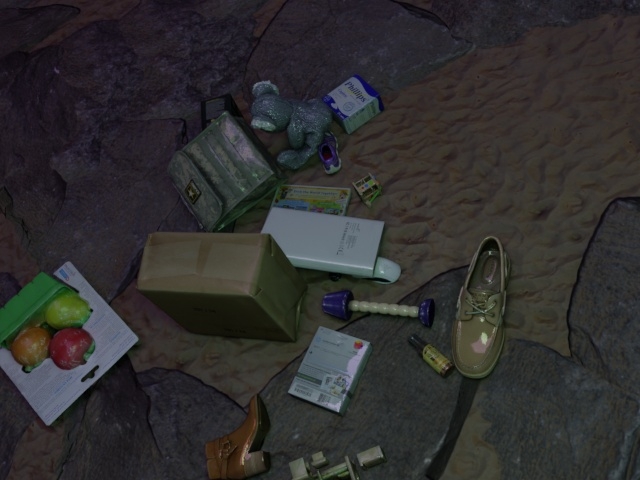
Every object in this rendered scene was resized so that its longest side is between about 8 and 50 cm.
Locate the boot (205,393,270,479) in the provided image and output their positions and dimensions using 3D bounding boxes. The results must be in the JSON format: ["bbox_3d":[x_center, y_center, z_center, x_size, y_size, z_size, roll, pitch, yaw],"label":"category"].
[{"bbox_3d":[-0.201,0.468,1.740,0.152,0.073,0.197,-15,53,15],"label":"boot"}]

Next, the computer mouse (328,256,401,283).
[{"bbox_3d":[0.113,0.065,1.894,0.193,0.042,0.106,6,61,23],"label":"computer mouse"}]

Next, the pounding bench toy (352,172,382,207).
[{"bbox_3d":[0.138,-0.134,2.002,0.065,0.052,0.083,-31,54,-1],"label":"pounding bench toy"}]

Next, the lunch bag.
[{"bbox_3d":[-0.283,-0.185,2.078,0.287,0.169,0.235,-38,80,12],"label":"lunch bag"}]

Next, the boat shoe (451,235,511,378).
[{"bbox_3d":[0.370,0.150,1.707,0.122,0.110,0.341,3,61,21],"label":"boat shoe"}]

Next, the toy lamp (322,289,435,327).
[{"bbox_3d":[0.138,0.167,1.800,0.275,0.080,0.080,3,61,22],"label":"toy lamp"}]

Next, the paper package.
[{"bbox_3d":[-0.236,0.116,1.822,0.325,0.309,0.168,1,62,21],"label":"paper package"}]

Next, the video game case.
[{"bbox_3d":[-0.043,-0.062,2.040,0.227,0.026,0.206,5,62,23],"label":"video game case"}]

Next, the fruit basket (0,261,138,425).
[{"bbox_3d":[-0.719,0.275,2.020,0.353,0.165,0.327,41,79,18],"label":"fruit basket"}]

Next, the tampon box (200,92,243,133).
[{"bbox_3d":[-0.299,-0.345,2.248,0.101,0.120,0.161,-14,56,10],"label":"tampon box"}]

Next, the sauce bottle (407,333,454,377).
[{"bbox_3d":[0.257,0.267,1.717,0.042,0.042,0.128,-44,57,-10],"label":"sauce bottle"}]

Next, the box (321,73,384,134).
[{"bbox_3d":[0.096,-0.407,2.175,0.137,0.072,0.126,-36,55,-5],"label":"box"}]

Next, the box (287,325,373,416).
[{"bbox_3d":[0.025,0.314,1.774,0.145,0.038,0.186,15,66,26],"label":"box"}]

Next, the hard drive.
[{"bbox_3d":[0.000,0.000,1.897,0.308,0.040,0.203,7,39,10],"label":"hard drive"}]

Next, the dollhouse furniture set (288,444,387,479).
[{"bbox_3d":[0.050,0.509,1.567,0.182,0.161,0.101,-24,55,5],"label":"dollhouse furniture set"}]

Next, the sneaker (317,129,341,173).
[{"bbox_3d":[0.018,-0.274,2.121,0.068,0.071,0.170,-23,54,5],"label":"sneaker"}]

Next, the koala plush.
[{"bbox_3d":[-0.102,-0.349,2.079,0.203,0.221,0.196,-34,42,44],"label":"koala plush"}]
